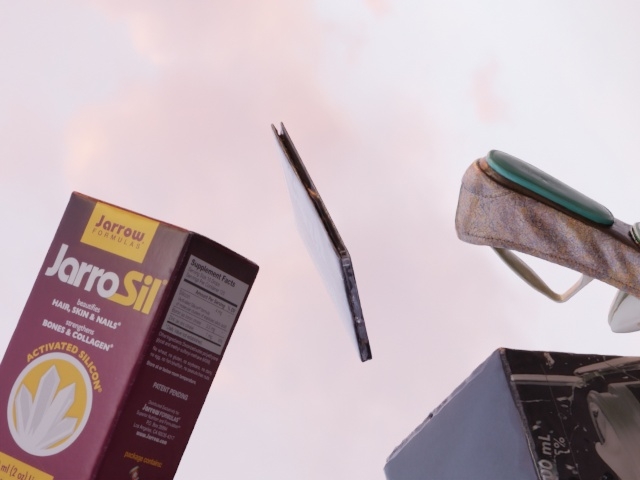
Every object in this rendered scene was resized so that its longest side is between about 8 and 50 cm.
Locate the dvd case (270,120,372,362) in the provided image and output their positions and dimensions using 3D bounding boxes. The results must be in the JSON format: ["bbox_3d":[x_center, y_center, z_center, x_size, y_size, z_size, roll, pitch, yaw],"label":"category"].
[{"bbox_3d":[0.000,0.000,1.727,0.164,0.018,0.221,76,171,-46],"label":"dvd case"}]

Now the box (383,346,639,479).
[{"bbox_3d":[0.383,0.400,1.841,0.472,0.297,0.479,4,-127,-28],"label":"box"}]

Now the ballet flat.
[{"bbox_3d":[0.269,0.022,1.524,0.316,0.106,0.107,26,-160,4],"label":"ballet flat"}]

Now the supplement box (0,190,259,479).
[{"bbox_3d":[-0.129,0.077,1.001,0.104,0.188,0.081,18,173,33],"label":"supplement box"}]
